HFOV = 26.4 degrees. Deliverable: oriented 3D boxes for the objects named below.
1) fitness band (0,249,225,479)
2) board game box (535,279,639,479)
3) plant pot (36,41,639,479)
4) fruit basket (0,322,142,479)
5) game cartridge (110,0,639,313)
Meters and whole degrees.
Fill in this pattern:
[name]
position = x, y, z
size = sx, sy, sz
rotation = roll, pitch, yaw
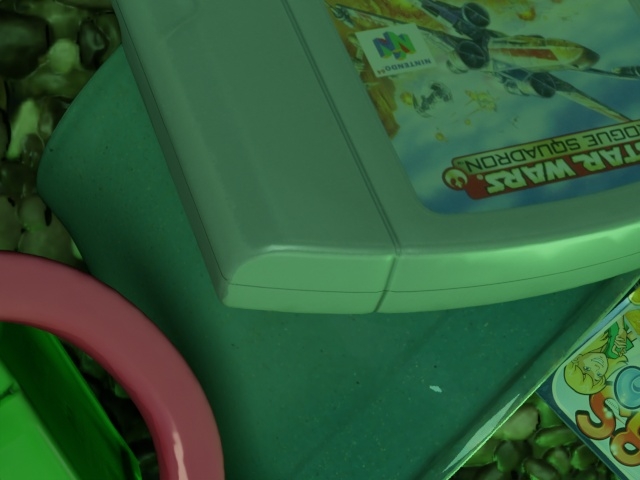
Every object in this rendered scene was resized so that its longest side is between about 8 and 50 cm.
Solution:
[fitness band]
position = -0.158, 0.140, 0.526
size = 0.209, 0.054, 0.291
rotation = 42, 72, -16
[board game box]
position = 0.241, 0.108, 0.838
size = 0.136, 0.035, 0.201
rotation = -44, 99, 10
[plant pot]
position = 0.000, 0.000, 0.719
size = 0.255, 0.271, 0.271
rotation = 44, 101, 8
[fruit basket]
position = -0.270, 0.199, 0.703
size = 0.392, 0.392, 0.283
rotation = -30, 100, 8
[game cartridge]
position = 0.075, -0.071, 0.602
size = 0.297, 0.198, 0.062
rotation = -13, 146, -20
